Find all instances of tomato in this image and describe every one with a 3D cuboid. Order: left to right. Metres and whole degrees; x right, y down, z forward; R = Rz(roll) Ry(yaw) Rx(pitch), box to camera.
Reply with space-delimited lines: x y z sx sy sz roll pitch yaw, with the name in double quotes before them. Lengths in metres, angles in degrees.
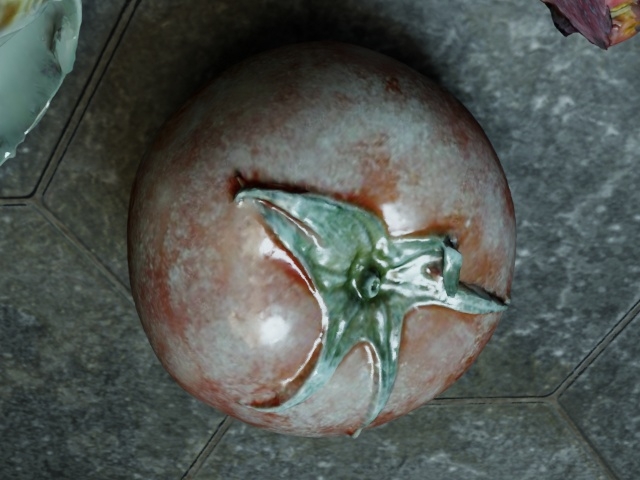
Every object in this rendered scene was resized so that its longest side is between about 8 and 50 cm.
"tomato" 0.000 0.000 1.080 0.317 0.282 0.316 -7 109 -23

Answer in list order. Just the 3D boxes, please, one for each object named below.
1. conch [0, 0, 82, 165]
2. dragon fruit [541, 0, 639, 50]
"conch" -0.280 -0.200 0.988 0.249 0.197 0.368 0 140 -52
"dragon fruit" 0.225 -0.300 0.868 0.263 0.314 0.296 -30 102 5
